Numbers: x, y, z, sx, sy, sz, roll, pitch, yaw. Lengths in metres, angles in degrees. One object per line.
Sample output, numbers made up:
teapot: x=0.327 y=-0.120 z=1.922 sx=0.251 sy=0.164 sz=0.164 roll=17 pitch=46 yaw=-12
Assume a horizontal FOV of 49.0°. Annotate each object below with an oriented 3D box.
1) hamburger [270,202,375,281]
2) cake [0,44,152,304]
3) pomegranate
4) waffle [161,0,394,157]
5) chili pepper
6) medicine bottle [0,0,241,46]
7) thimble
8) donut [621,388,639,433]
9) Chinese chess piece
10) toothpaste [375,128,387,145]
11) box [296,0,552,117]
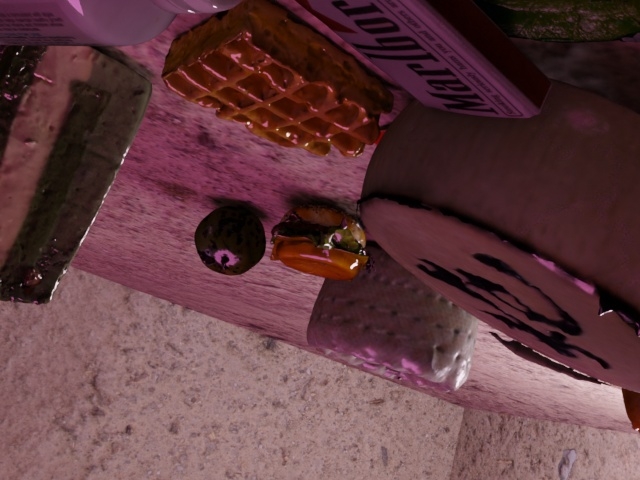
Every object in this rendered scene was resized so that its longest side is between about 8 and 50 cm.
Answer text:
hamburger: x=0.003 y=0.000 z=1.072 sx=0.164 sy=0.093 sz=0.189 roll=18 pitch=166 yaw=-15
cake: x=-0.296 y=-0.089 z=0.752 sx=0.158 sy=0.284 sz=0.172 roll=25 pitch=145 yaw=-31
pomegranate: x=-0.150 y=-0.007 z=1.202 sx=0.122 sy=0.122 sz=0.161 roll=17 pitch=-158 yaw=-5
waffle: x=-0.031 y=-0.142 z=0.689 sx=0.210 sy=0.055 sz=0.160 roll=26 pitch=161 yaw=-36
chili pepper: x=0.137 y=-0.159 z=0.418 sx=0.278 sy=0.065 sz=0.122 roll=20 pitch=-173 yaw=35
medicine bottle: x=-0.154 y=-0.198 z=0.465 sx=0.215 sy=0.135 sz=0.135 roll=8 pitch=163 yaw=26
thimble: x=0.137 y=0.141 z=1.244 sx=0.291 sy=0.195 sz=0.291 roll=17 pitch=169 yaw=4
donut: x=0.506 y=0.157 z=0.802 sx=0.150 sy=0.299 sz=0.317 roll=10 pitch=-160 yaw=-23
Chinese chess piece: x=0.200 y=0.003 z=0.641 sx=0.349 sy=0.146 sz=0.349 roll=33 pitch=170 yaw=6
toothpaste: x=0.134 y=-0.076 z=0.805 sx=0.190 sy=0.031 sz=0.048 roll=29 pitch=163 yaw=-31
box: x=0.060 y=-0.139 z=0.468 sx=0.177 sy=0.036 sz=0.115 roll=28 pitch=176 yaw=-37
